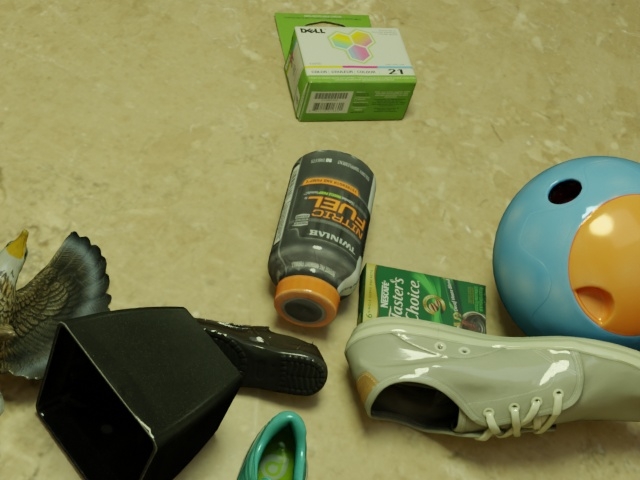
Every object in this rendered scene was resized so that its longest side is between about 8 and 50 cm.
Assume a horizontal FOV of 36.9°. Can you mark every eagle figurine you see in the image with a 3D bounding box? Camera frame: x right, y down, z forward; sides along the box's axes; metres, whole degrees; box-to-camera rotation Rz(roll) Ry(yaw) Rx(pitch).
[{"bbox_3d":[-0.399,0.078,1.179,0.225,0.298,0.226,-31,98,3],"label":"eagle figurine"}]

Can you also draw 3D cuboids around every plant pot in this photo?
[{"bbox_3d":[-0.205,0.187,1.147,0.167,0.187,0.188,-23,62,-41],"label":"plant pot"}]

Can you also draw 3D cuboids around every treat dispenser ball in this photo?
[{"bbox_3d":[0.385,0.027,1.335,0.288,0.288,0.288,7,53,-9],"label":"treat dispenser ball"}]

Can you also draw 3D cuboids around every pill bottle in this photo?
[{"bbox_3d":[0.000,0.000,1.358,0.131,0.130,0.245,15,53,-3],"label":"pill bottle"}]

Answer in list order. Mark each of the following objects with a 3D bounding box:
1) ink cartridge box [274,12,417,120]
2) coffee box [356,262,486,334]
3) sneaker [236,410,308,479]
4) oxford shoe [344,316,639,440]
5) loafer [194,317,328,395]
[{"bbox_3d":[0.035,-0.328,1.627,0.189,0.097,0.255,-3,56,-16],"label":"ink cartridge box"},{"bbox_3d":[0.145,0.101,1.375,0.184,0.040,0.113,12,53,-6],"label":"coffee box"},{"bbox_3d":[-0.074,0.323,1.115,0.107,0.110,0.275,15,53,-3],"label":"sneaker"},{"bbox_3d":[0.251,0.202,1.254,0.450,0.169,0.130,7,50,0],"label":"oxford shoe"},{"bbox_3d":[-0.098,0.150,1.268,0.220,0.080,0.078,16,20,-1],"label":"loafer"}]
